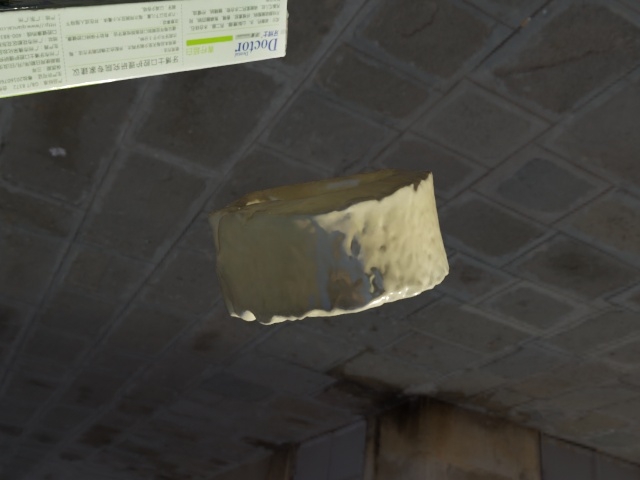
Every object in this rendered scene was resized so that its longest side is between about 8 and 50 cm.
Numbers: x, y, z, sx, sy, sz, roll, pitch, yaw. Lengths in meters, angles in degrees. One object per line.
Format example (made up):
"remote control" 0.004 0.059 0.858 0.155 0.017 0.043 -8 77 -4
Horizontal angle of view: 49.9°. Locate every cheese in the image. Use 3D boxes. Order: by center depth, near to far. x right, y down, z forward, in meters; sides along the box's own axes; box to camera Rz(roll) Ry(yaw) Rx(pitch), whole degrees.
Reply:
"cheese" -0.002 -0.002 0.945 0.332 0.153 0.292 -8 -170 26

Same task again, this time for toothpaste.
"toothpaste" -0.180 -0.167 0.556 0.081 0.337 0.067 31 128 40
